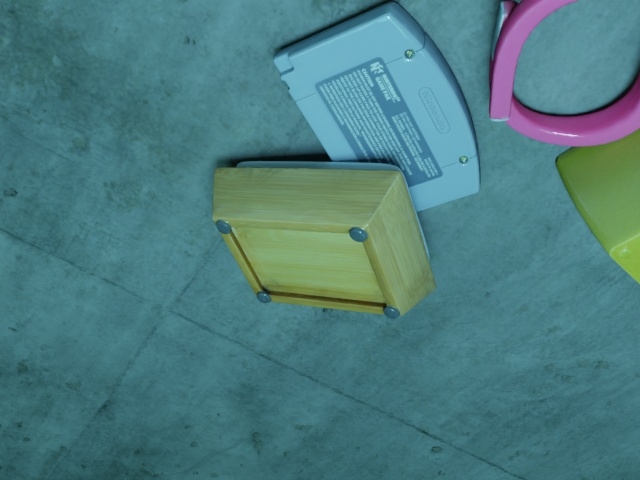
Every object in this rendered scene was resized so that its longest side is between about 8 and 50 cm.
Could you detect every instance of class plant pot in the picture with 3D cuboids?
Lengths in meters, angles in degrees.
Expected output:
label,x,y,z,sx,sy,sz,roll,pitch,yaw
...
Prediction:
label,x,y,z,sx,sy,sz,roll,pitch,yaw
plant pot,0.456,-0.040,0.993,0.212,0.187,0.212,37,128,-23

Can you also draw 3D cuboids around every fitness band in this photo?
label,x,y,z,sx,sy,sz,roll,pitch,yaw
fitness band,0.305,-0.205,0.905,0.208,0.054,0.291,2,151,8

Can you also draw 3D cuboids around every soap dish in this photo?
label,x,y,z,sx,sy,sz,roll,pitch,yaw
soap dish,0.000,0.000,1.115,0.290,0.118,0.229,4,138,27

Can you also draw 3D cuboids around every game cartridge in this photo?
label,x,y,z,sx,sy,sz,roll,pitch,yaw
game cartridge,0.094,-0.163,1.041,0.198,0.062,0.297,-20,126,21
